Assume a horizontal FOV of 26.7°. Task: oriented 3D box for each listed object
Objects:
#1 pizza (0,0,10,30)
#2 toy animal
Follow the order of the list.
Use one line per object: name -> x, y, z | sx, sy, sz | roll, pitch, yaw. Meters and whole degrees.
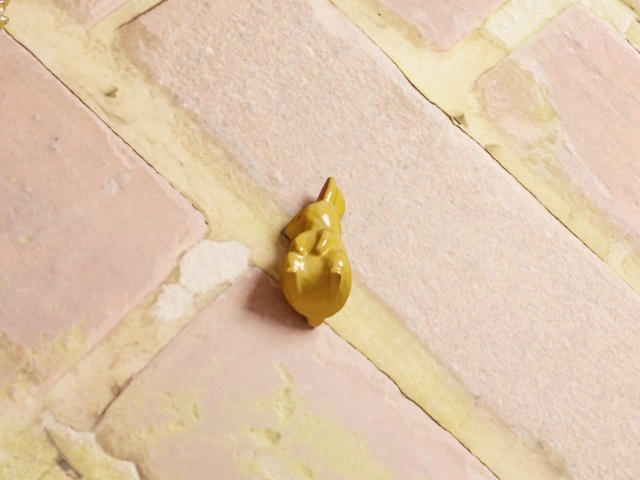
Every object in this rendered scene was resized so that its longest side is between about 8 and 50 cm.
pizza -> -0.403, -0.292, 1.312 | 0.251, 0.074, 0.287 | 33, 54, -10
toy animal -> -0.002, 0.002, 1.361 | 0.070, 0.083, 0.159 | 0, 47, 3
